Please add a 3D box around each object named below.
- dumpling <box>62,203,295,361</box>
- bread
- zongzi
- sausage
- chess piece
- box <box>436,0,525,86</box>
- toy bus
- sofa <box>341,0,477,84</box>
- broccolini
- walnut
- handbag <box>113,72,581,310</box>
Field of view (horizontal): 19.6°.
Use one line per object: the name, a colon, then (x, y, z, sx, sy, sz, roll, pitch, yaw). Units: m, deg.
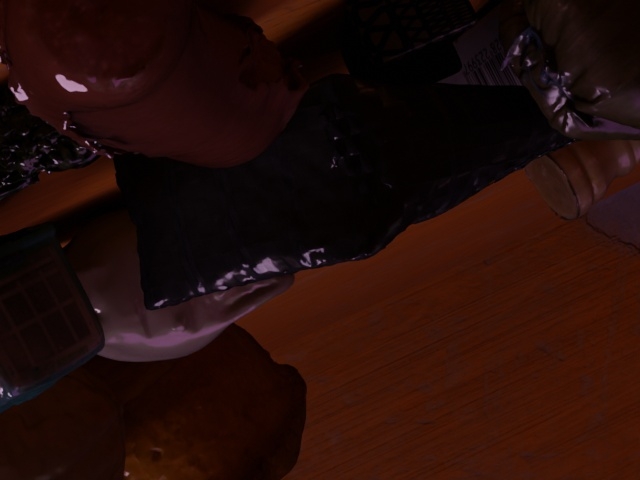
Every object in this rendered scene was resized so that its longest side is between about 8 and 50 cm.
dumpling: (-0.111, 0.024, 1.156, 0.169, 0.100, 0.134, -22, -172, -14)
bread: (-0.159, 0.181, 1.613, 0.312, 0.172, 0.312, -29, -160, 12)
zongzi: (0.226, -0.156, 0.827, 0.251, 0.125, 0.274, -30, 175, -34)
sausage: (-0.056, -0.065, 0.705, 0.078, 0.078, 0.304, -26, 174, 8)
chess piece: (0.300, -0.110, 1.824, 0.200, 0.090, 0.090, -35, 177, -15)
box: (0.140, -0.111, 1.139, 0.149, 0.067, 0.233, -22, 174, -25)
toy bus: (-0.224, 0.068, 1.038, 0.091, 0.109, 0.261, -28, 178, -40)
sofa: (0.044, -0.103, 0.942, 0.060, 0.039, 0.118, -26, 174, -3)
broccolini: (-0.196, -0.002, 0.780, 0.254, 0.057, 0.071, -28, 131, 1)
walnut: (-0.259, 0.171, 1.383, 0.245, 0.198, 0.198, -16, 172, -14)
handbag: (0.012, -0.032, 0.980, 0.175, 0.089, 0.270, -13, 179, -45)
